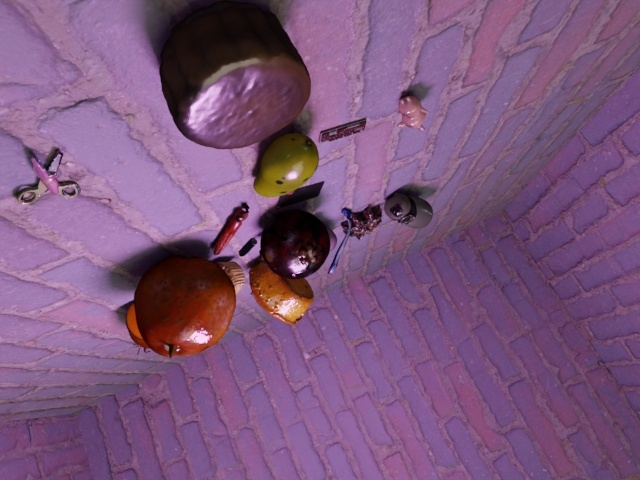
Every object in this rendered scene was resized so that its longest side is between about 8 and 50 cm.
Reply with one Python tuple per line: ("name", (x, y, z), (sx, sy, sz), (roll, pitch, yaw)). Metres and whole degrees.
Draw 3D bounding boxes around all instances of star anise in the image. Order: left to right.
("star anise", (0.228, -0.083, 2.183), (0.223, 0.108, 0.236), (-30, 160, -2))

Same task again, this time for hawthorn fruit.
("hawthorn fruit", (-0.522, 0.266, 1.610), (0.404, 0.402, 0.402), (-24, 162, -8))

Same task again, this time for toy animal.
("toy animal", (0.293, -0.418, 1.372), (0.089, 0.083, 0.150), (-47, 144, -3))

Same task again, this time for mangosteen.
("mangosteen", (-0.107, 0.015, 1.729), (0.312, 0.310, 0.311), (-24, 162, -8))

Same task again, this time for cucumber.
("cucumber", (-0.324, 0.037, 1.860), (0.032, 0.032, 0.133), (-7, 155, -47))

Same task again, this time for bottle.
("bottle", (0.450, -0.156, 2.185), (0.169, 0.168, 0.347), (-36, 157, 27))

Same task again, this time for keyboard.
("keyboard", (0.072, -0.348, 1.356), (0.166, 0.017, 0.055), (-21, 161, -17))

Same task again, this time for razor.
("razor", (0.101, 0.011, 2.009), (0.093, 0.056, 0.323), (16, 90, -63))

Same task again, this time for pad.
("pad", (-0.079, -0.176, 1.647), (0.193, 0.004, 0.116), (-19, 161, -22))

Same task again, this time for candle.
("candle", (-0.350, -0.030, 1.607), (0.051, 0.048, 0.329), (-22, 164, -42))

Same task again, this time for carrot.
("carrot", (-0.789, 0.407, 1.967), (0.194, 0.214, 0.331), (-17, 163, -25))

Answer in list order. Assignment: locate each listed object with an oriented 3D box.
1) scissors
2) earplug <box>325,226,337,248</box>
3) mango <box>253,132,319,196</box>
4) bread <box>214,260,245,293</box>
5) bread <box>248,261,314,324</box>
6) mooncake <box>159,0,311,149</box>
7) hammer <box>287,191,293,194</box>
("scissors", (-0.622, -0.141, 0.965), (0.134, 0.019, 0.187), (-17, 162, -36))
("earplug", (0.000, 0.000, 2.021), (0.173, 0.172, 0.301), (-33, 166, 18))
("mango", (-0.109, -0.217, 1.287), (0.176, 0.142, 0.293), (-12, 167, -33))
("bread", (-0.462, 0.203, 1.897), (0.250, 0.178, 0.133), (-37, 156, 27))
("bread", (-0.189, 0.243, 2.105), (0.204, 0.358, 0.337), (-43, 173, 18))
("mooncake", (-0.176, -0.322, 0.853), (0.291, 0.161, 0.290), (-24, 164, -7))
("hammer", (-0.134, -0.181, 1.505), (0.083, 0.043, 0.043), (-14, 159, -38))
